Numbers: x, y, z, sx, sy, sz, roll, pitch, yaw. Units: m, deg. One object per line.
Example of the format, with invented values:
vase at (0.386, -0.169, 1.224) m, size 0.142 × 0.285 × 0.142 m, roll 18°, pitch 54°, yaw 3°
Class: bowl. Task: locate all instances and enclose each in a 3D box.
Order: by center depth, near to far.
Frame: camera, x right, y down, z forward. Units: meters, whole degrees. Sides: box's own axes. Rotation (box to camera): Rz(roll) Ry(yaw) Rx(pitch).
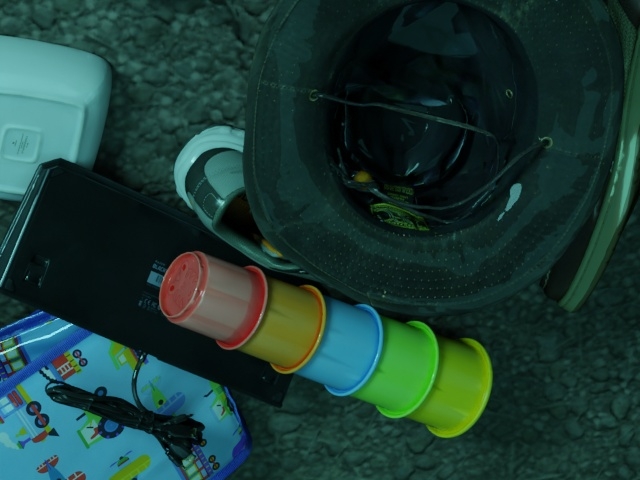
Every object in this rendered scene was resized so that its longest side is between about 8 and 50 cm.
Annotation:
bowl at (-0.244, -0.089, 1.622) m, size 0.142 × 0.053 × 0.142 m, roll 9°, pitch 121°, yaw -16°

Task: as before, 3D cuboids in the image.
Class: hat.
hat at (0.087, -0.113, 1.615) m, size 0.331 × 0.134 × 0.331 m, roll -1°, pitch 110°, yaw -2°

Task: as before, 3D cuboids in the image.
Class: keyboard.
keyboard at (-0.145, 0.074, 1.688) m, size 0.317 × 0.033 × 0.202 m, roll 26°, pitch 83°, yaw -36°

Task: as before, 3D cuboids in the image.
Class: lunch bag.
lunch bag at (-0.201, 0.164, 1.758) m, size 0.293 × 0.138 × 0.221 m, roll -29°, pitch 121°, yaw -5°

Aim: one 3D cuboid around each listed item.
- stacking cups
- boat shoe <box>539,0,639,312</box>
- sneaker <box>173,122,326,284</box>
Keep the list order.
stacking cups at (0.008, 0.088, 1.721) m, size 0.316 × 0.096 × 0.096 m, roll 22°, pitch 116°, yaw -36°
boat shoe at (0.223, -0.098, 1.689) m, size 0.123 × 0.123 × 0.342 m, roll 20°, pitch 126°, yaw 12°
sneaker at (0.000, 0.000, 1.696) m, size 0.271 × 0.108 × 0.100 m, roll 22°, pitch 113°, yaw -25°
